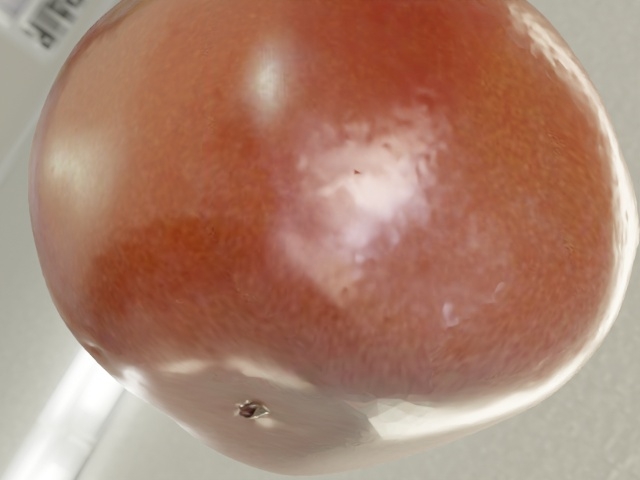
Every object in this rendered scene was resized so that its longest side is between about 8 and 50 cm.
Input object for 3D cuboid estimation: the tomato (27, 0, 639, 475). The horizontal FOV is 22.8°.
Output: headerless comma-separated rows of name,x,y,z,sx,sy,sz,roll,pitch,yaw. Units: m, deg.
tomato,0.000,0.000,0.903,0.341,0.341,0.272,-36,-141,41
